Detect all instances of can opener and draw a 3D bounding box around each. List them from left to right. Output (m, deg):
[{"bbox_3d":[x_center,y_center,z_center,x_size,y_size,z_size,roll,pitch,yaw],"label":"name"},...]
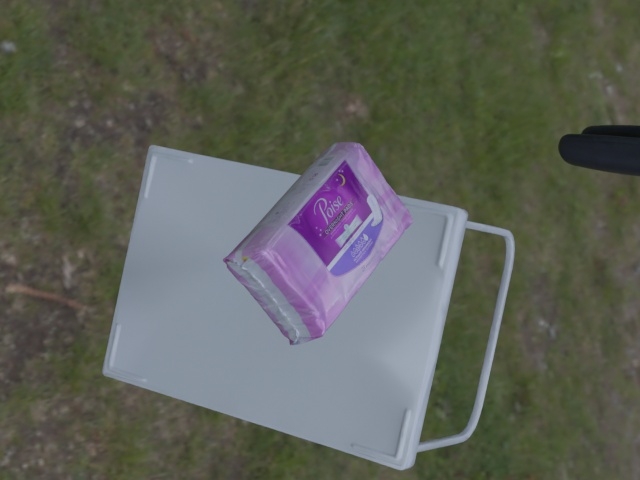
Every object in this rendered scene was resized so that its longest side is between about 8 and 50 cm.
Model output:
[{"bbox_3d":[0.238,-0.054,0.827,0.059,0.186,0.073,-11,108,-46],"label":"can opener"}]

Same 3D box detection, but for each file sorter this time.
[{"bbox_3d":[-0.001,0.048,1.028,0.173,0.278,0.192,7,95,-62],"label":"file sorter"}]

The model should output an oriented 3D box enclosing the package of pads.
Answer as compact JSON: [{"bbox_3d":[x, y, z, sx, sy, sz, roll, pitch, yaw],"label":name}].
[{"bbox_3d":[0.000,0.000,0.546,0.050,0.032,0.083,54,52,-18],"label":"package of pads"}]
